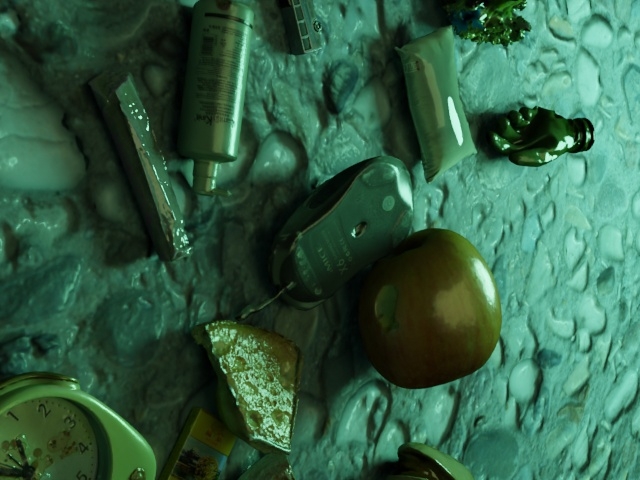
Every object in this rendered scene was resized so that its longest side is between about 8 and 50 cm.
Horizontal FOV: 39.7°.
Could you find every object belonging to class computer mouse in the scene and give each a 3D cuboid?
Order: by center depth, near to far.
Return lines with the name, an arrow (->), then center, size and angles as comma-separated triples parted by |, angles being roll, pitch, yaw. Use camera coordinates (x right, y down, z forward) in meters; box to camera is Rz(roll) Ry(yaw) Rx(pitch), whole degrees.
computer mouse -> 0.000, 0.000, 1.378 | 0.379, 0.090, 0.167 | -38, 124, -23

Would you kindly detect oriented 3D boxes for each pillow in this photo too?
pillow -> 0.212, -0.243, 1.577 | 0.144, 0.078, 0.254 | -30, 112, -40

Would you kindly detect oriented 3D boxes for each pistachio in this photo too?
pistachio -> 0.200, 0.435, 1.568 | 0.206, 0.131, 0.130 | 40, 57, -34

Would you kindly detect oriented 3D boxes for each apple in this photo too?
apple -> 0.173, 0.108, 1.462 | 0.242, 0.242, 0.241 | -28, 109, -41

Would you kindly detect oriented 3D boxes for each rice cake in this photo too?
rice cake -> -0.232, -0.093, 1.161 | 0.055, 0.049, 0.270 | -53, 130, -57

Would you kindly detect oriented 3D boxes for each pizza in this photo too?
pizza -> -0.118, 0.205, 1.276 | 0.204, 0.080, 0.188 | 31, 47, -38

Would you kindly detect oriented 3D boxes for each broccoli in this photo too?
broccoli -> 0.309, -0.429, 1.610 | 0.154, 0.160, 0.167 | -30, 95, -22

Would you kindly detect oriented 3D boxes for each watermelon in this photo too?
watermelon -> -0.057, 0.440, 1.302 | 0.136, 0.202, 0.207 | -32, 118, 4

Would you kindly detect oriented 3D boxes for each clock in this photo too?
clock -> -0.348, 0.262, 1.028 | 0.235, 0.096, 0.308 | -52, 126, -28

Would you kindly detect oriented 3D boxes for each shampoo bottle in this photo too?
shampoo bottle -> -0.147, -0.193, 1.216 | 0.085, 0.085, 0.263 | 9, 87, -45

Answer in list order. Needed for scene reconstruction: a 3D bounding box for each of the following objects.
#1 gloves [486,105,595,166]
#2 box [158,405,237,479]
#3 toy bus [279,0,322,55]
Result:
gloves -> 0.436, -0.210, 1.783 | 0.268, 0.107, 0.135 | 1, 71, -34
box -> -0.179, 0.323, 1.254 | 0.087, 0.023, 0.155 | 40, 64, -36
toy bus -> -0.034, -0.350, 1.355 | 0.052, 0.037, 0.131 | -27, 112, -36
